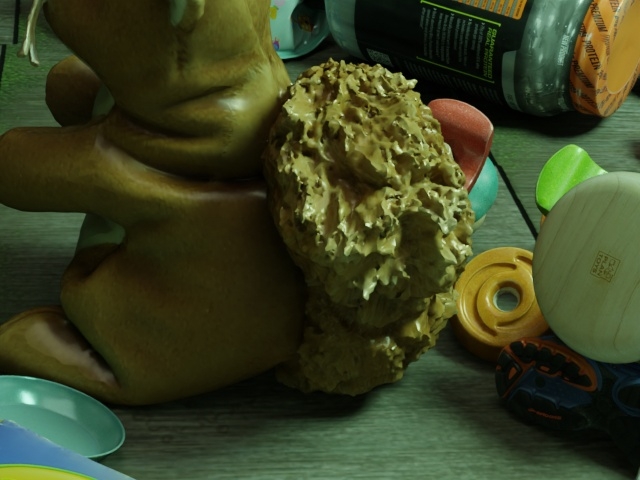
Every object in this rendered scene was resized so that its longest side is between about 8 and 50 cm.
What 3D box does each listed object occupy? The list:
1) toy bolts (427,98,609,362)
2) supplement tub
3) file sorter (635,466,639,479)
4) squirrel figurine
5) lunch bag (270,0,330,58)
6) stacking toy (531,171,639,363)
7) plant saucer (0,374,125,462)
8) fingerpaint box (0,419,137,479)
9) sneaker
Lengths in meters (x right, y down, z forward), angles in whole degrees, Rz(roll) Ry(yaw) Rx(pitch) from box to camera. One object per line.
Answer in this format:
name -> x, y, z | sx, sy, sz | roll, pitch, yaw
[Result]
toy bolts -> 0.162, 0.003, 1.248 | 0.228, 0.158, 0.218 | 31, 78, 21
supplement tub -> 0.193, -0.265, 1.581 | 0.338, 0.207, 0.207 | 23, 35, 25
file sorter -> 0.268, 0.177, 0.719 | 0.193, 0.173, 0.277 | 21, -8, 3
squirrel figurine -> -0.053, -0.073, 1.056 | 0.397, 0.370, 0.281 | 17, 32, 18
lunch bag -> -0.119, -0.306, 1.654 | 0.223, 0.160, 0.262 | 22, 23, 31
stacking toy -> 0.312, 0.034, 1.127 | 0.330, 0.141, 0.141 | 9, 19, -49
plant saucer -> -0.200, 0.134, 1.000 | 0.119, 0.021, 0.119 | 18, 15, -5
fingerpaint box -> -0.070, 0.311, 0.611 | 0.445, 0.163, 0.371 | 19, 34, 18
sneaker -> 0.248, 0.121, 1.069 | 0.221, 0.083, 0.087 | 27, 30, 26
